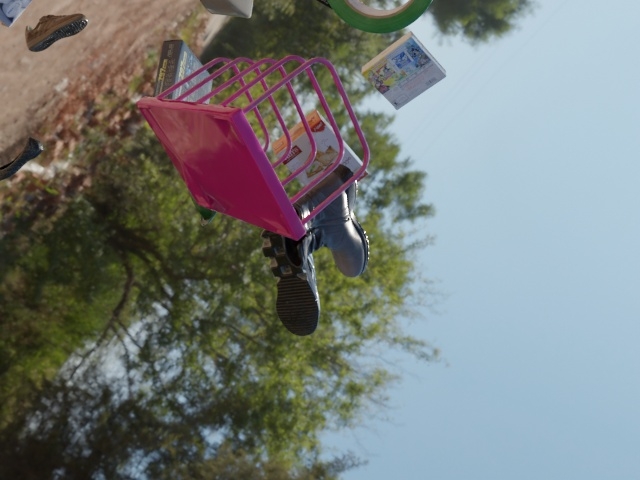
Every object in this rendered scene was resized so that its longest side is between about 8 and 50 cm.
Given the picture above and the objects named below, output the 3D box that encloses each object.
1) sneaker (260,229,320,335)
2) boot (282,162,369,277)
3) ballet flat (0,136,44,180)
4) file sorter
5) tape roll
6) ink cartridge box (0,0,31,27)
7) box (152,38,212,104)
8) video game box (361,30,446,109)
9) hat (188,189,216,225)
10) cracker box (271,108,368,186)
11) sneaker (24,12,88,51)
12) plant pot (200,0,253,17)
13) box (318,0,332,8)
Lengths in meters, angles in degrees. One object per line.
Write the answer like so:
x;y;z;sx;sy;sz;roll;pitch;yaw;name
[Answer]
-0.058;0.089;1.801;0.122;0.331;0.146;-3;-158;18;sneaker
0.000;0.000;1.633;0.118;0.338;0.223;15;-135;36;boot
-0.782;-0.207;1.740;0.173;0.049;0.057;-33;-147;13;ballet flat
-0.096;-0.159;1.018;0.182;0.202;0.290;-41;-146;-23;file sorter
0.163;-0.725;1.825;0.321;0.321;0.077;-45;-170;31;tape roll
-0.497;-0.479;1.044;0.045;0.208;0.206;25;-105;37;ink cartridge box
-0.348;-0.356;1.712;0.183;0.059;0.233;49;43;-66;box
0.266;-0.542;2.184;0.205;0.187;0.048;-31;-143;32;video game box
-0.361;-0.169;1.867;0.173;0.183;0.209;-6;-117;63;hat
0.001;-0.219;1.841;0.155;0.232;0.067;-37;-143;12;cracker box
-0.684;-0.552;1.740;0.188;0.071;0.066;-19;177;17;sneaker
-0.218;-0.569;1.522;0.096;0.109;0.109;-12;113;-68;plant pot
-0.003;-0.803;1.991;0.060;0.270;0.216;-46;-156;53;box
